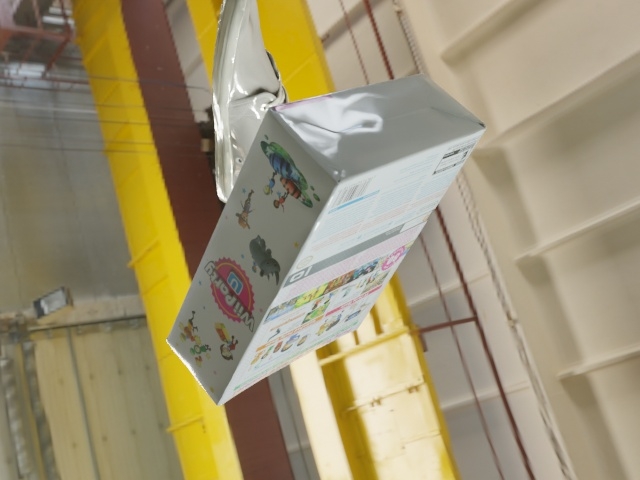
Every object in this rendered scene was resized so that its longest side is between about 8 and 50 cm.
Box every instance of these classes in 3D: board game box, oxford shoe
[{"bbox_3d":[0.000,0.000,0.747,0.097,0.224,0.303,46,-49,21],"label":"board game box"},{"bbox_3d":[-0.105,-0.223,1.255,0.449,0.130,0.169,94,4,-51],"label":"oxford shoe"}]
